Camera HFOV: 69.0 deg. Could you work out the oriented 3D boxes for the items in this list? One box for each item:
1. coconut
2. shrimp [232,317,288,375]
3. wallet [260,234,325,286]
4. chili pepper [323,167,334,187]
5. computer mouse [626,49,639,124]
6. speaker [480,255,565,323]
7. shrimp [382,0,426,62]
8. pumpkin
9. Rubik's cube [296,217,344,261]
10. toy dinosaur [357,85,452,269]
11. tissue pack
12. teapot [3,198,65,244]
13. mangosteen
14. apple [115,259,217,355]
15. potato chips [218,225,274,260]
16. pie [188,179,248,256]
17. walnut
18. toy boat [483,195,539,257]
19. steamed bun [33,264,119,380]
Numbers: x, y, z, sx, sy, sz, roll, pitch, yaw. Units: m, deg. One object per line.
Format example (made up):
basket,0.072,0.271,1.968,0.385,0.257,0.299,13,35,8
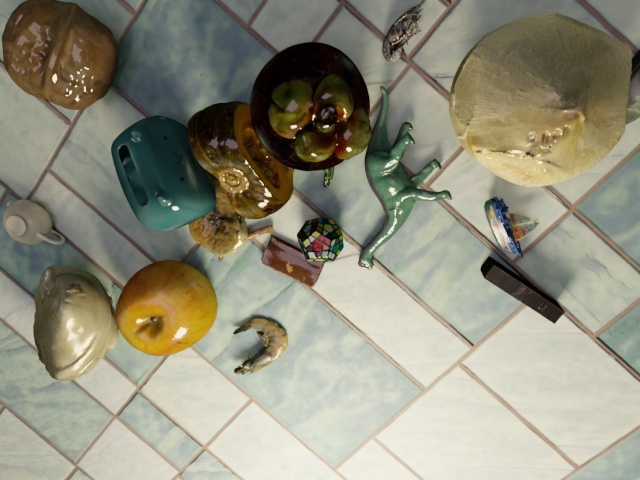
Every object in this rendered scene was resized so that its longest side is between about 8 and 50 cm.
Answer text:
coconut,0.445,-0.290,0.971,0.345,0.360,0.347,2,105,8
shrimp,-0.204,0.326,1.437,0.217,0.051,0.150,-39,92,11
wallet,-0.080,0.061,1.347,0.176,0.026,0.095,24,103,3
chili pepper,0.010,-0.204,1.255,0.055,0.035,0.118,-18,111,28
computer mouse,0.746,-0.363,1.041,0.126,0.071,0.231,41,108,-2
speaker,0.524,0.128,1.217,0.218,0.082,0.044,33,108,-1
shrimp,0.205,-0.509,1.118,0.065,0.056,0.165,48,119,12
pumpkin,-0.192,-0.214,1.192,0.139,0.222,0.317,-18,130,24
Rubik's cube,0.000,0.000,1.269,0.111,0.133,0.133,-24,100,-10
toy dinosaur,0.137,-0.142,1.220,0.330,0.129,0.384,-33,96,26
tissue pack,-0.423,-0.175,1.232,0.198,0.206,0.288,-22,87,24
teapot,-0.908,-0.049,1.453,0.226,0.092,0.145,35,110,-3
mangosteen,-0.018,-0.313,1.087,0.299,0.300,0.301,3,106,11
apple,-0.445,0.199,1.349,0.285,0.233,0.287,2,105,10
potato chips,-0.223,0.002,1.360,0.203,0.026,0.037,-28,100,16
pie,-0.300,-0.058,1.334,0.184,0.052,0.218,-19,92,25
walnut,-0.665,-0.483,1.209,0.272,0.227,0.274,4,110,10
toy boat,0.491,-0.034,1.171,0.110,0.091,0.175,-18,106,32
steamed bun,-0.732,0.242,1.422,0.309,0.219,0.325,26,108,44
